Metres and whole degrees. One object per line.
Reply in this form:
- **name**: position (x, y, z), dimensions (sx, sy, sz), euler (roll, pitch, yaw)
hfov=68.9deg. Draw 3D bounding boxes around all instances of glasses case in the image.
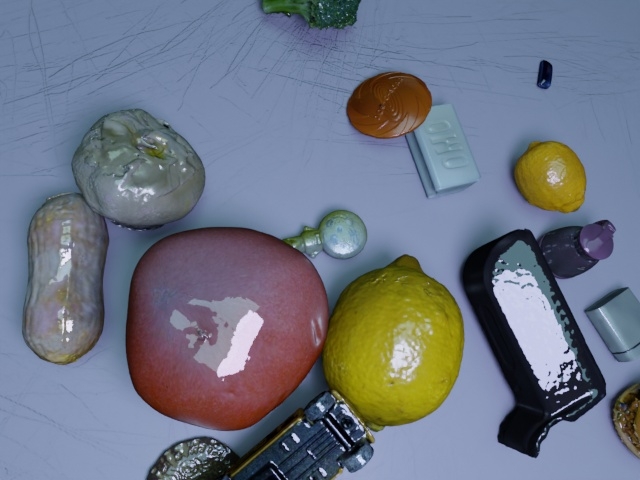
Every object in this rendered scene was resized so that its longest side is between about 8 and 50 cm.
- **glasses case**: position (0.591, -0.436, 1.222), dimensions (0.034, 0.023, 0.083), euler (17, 72, -5)

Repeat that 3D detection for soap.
- **soap**: position (0.275, -0.206, 1.070), dimensions (0.119, 0.066, 0.197), euler (-14, 78, -13)

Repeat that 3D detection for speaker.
- **speaker**: position (0.383, 0.192, 0.927), dimensions (0.184, 0.180, 0.387), euler (-20, 80, -11)

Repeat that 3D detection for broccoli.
- **broccoli**: position (-0.014, -0.601, 1.057), dimensions (0.246, 0.265, 0.294), euler (-7, 65, 22)

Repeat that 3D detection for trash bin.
- **trash bin**: position (0.680, 0.188, 1.047), dimensions (0.116, 0.059, 0.129), euler (-27, 80, -18)

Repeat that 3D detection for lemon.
- **lemon**: position (0.132, 0.179, 0.840), dimensions (0.246, 0.245, 0.319), euler (19, 76, -6)
- **lemon**: position (0.527, -0.142, 1.066), dimensions (0.142, 0.142, 0.187), euler (-33, 88, -18)

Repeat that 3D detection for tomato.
- **tomato**: position (-0.150, 0.132, 0.766), dimensions (0.342, 0.272, 0.340), euler (-1, 73, 4)

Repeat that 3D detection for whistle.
- **whistle**: position (0.000, 0.000, 0.967), dimensions (0.199, 0.057, 0.104), euler (-14, 83, -7)

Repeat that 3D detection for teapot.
- **teapot**: position (0.578, 0.017, 1.027), dimensions (0.149, 0.146, 0.115), euler (-6, 76, -13)

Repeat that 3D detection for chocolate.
- **chocolate**: position (-0.442, 0.058, 0.813), dimensions (0.134, 0.134, 0.308), euler (0, 73, -12)

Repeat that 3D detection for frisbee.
- **frisbee**: position (0.153, -0.314, 1.052), dimensions (0.192, 0.035, 0.191), euler (-5, 63, 11)

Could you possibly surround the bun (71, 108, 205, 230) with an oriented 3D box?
- **bun**: position (-0.325, -0.141, 0.863), dimensions (0.239, 0.141, 0.238), euler (22, 47, -26)

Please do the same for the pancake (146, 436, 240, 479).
- **pancake**: position (-0.213, 0.448, 0.809), dimensions (0.200, 0.021, 0.199), euler (3, 74, -11)

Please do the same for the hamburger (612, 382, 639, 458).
- **hamburger**: position (0.718, 0.375, 0.972), dimensions (0.191, 0.118, 0.181), euler (-35, 87, -15)

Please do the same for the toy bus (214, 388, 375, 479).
- **toy bus**: position (-0.073, 0.378, 0.745), dimensions (0.336, 0.123, 0.121), euler (-40, 85, -3)
